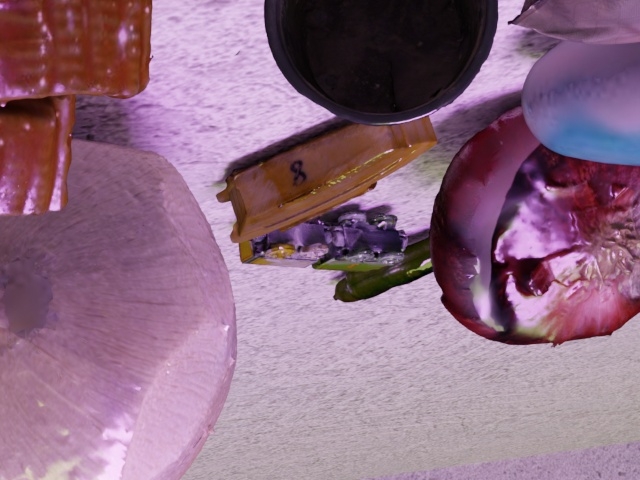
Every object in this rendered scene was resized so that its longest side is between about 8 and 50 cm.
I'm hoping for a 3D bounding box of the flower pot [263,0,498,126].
[{"bbox_3d":[0.045,-0.150,1.057,0.157,0.157,0.107,-14,174,4],"label":"flower pot"}]

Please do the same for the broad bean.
[{"bbox_3d":[0.150,0.021,1.759,0.292,0.049,0.144,-14,163,3],"label":"broad bean"}]

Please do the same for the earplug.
[{"bbox_3d":[0.323,-0.147,1.237,0.324,0.185,0.185,-11,163,19],"label":"earplug"}]

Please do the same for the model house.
[{"bbox_3d":[-0.212,-0.107,0.897,0.229,0.199,0.219,-2,-171,-10],"label":"model house"}]

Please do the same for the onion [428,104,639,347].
[{"bbox_3d":[0.219,-0.026,1.477,0.272,0.195,0.272,-7,116,-15],"label":"onion"}]

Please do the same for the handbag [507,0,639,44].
[{"bbox_3d":[0.271,-0.220,1.045,0.183,0.117,0.270,-11,162,-31],"label":"handbag"}]

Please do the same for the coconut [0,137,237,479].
[{"bbox_3d":[-0.233,0.073,1.218,0.346,0.346,0.360,-11,163,-6],"label":"coconut"}]

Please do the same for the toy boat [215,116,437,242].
[{"bbox_3d":[0.005,-0.063,1.404,0.226,0.068,0.088,-24,164,23],"label":"toy boat"}]

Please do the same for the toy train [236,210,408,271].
[{"bbox_3d":[0.000,0.000,1.586,0.202,0.060,0.081,4,161,-36],"label":"toy train"}]
